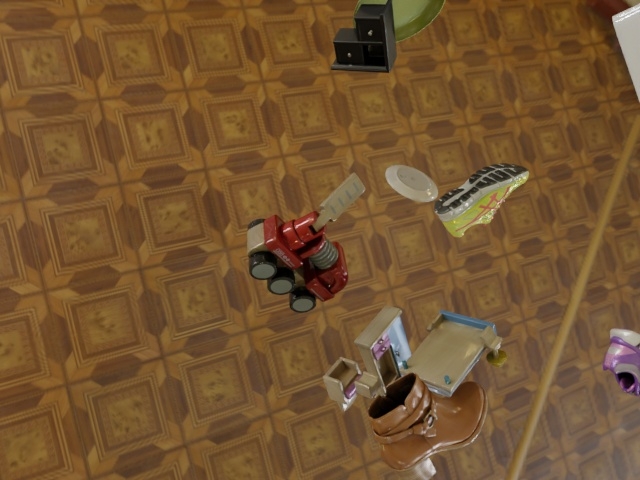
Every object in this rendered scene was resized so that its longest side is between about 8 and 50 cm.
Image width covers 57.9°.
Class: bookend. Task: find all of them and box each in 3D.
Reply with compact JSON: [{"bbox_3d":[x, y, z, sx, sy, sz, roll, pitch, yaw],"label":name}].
[{"bbox_3d":[0.097,-0.496,1.404,0.156,0.157,0.072,10,53,20],"label":"bookend"}]

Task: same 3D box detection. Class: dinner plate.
[{"bbox_3d":[0.227,-0.147,1.425,0.141,0.017,0.141,13,40,-11],"label":"dinner plate"}]

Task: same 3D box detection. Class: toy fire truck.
[{"bbox_3d":[0.000,0.000,1.168,0.217,0.246,0.158,46,26,-41],"label":"toy fire truck"}]

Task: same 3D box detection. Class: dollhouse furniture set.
[{"bbox_3d":[0.227,0.319,1.289,0.286,0.303,0.198,-43,125,-34],"label":"dollhouse furniture set"}]

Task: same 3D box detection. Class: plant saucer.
[{"bbox_3d":[0.190,-0.584,1.429,0.241,0.241,0.037,-7,67,-24],"label":"plant saucer"}]

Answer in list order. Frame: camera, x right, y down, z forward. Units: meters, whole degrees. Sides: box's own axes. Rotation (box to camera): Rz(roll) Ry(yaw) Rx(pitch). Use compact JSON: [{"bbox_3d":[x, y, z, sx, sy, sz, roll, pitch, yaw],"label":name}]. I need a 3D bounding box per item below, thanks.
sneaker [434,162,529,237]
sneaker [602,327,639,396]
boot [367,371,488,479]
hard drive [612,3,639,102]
[{"bbox_3d":[0.326,-0.079,1.152,0.209,0.081,0.094,-30,118,-5],"label":"sneaker"},{"bbox_3d":[0.674,0.284,1.197,0.236,0.095,0.104,37,78,-9],"label":"sneaker"},{"bbox_3d":[0.219,0.338,1.183,0.283,0.109,0.220,-37,118,-19],"label":"boot"},{"bbox_3d":[0.505,-0.210,0.602,0.040,0.319,0.210,-25,95,-44],"label":"hard drive"}]
